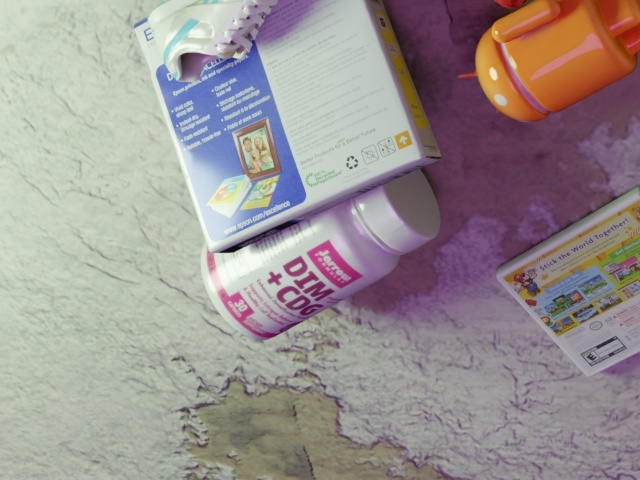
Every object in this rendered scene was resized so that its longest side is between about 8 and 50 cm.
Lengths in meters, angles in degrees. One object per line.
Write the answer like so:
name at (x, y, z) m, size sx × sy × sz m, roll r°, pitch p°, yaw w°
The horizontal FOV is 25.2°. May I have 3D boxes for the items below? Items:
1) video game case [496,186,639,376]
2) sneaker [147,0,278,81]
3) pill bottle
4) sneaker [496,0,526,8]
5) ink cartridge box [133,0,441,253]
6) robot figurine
video game case at (0.378, 0.058, 1.851) m, size 0.227 × 0.026 × 0.206 m, roll -32°, pitch 113°, yaw 30°
sneaker at (-0.096, -0.263, 1.649) m, size 0.228 × 0.087 × 0.092 m, roll -27°, pitch 76°, yaw 35°
pill bottle at (0.000, 0.000, 1.808) m, size 0.283 × 0.160 × 0.160 m, roll -30°, pitch 113°, yaw 28°
sneaker at (0.259, -0.326, 1.587) m, size 0.221 × 0.087 × 0.128 m, roll 8°, pitch 135°, yaw 21°
ink cartridge box at (-0.046, -0.179, 1.706) m, size 0.303 × 0.072 × 0.307 m, roll -24°, pitch 78°, yaw 26°
robot figurine at (0.270, -0.214, 1.622) m, size 0.219 × 0.158 × 0.128 m, roll -27°, pitch 93°, yaw 27°
